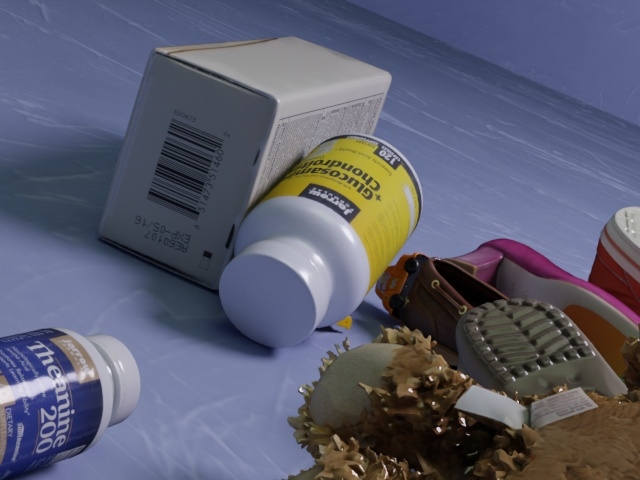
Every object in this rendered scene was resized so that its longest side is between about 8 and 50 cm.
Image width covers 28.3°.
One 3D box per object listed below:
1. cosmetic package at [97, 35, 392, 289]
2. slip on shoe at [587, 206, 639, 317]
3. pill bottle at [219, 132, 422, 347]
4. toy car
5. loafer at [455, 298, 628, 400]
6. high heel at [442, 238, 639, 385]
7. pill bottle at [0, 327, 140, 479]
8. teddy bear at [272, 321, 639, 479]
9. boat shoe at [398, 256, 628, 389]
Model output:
[{"bbox_3d":[-0.051,-0.078,1.069,0.113,0.160,0.309,23,16,12],"label":"cosmetic package"},{"bbox_3d":[0.341,0.107,1.042,0.123,0.101,0.331,-9,44,-36],"label":"slip on shoe"},{"bbox_3d":[0.000,0.000,0.931,0.103,0.103,0.184,24,35,12],"label":"pill bottle"},{"bbox_3d":[0.039,0.035,0.992,0.040,0.060,0.122,19,11,40],"label":"toy car"},{"bbox_3d":[0.154,0.143,0.720,0.102,0.092,0.268,-12,40,-10],"label":"loafer"},{"bbox_3d":[0.218,0.058,1.087,0.117,0.082,0.244,-9,19,-41],"label":"high heel"},{"bbox_3d":[-0.144,0.079,0.619,0.067,0.067,0.120,28,19,26],"label":"pill bottle"},{"bbox_3d":[0.129,0.133,0.595,0.338,0.113,0.245,-3,32,4],"label":"teddy bear"},{"bbox_3d":[0.147,0.078,0.934,0.207,0.073,0.073,27,15,30],"label":"boat shoe"}]
